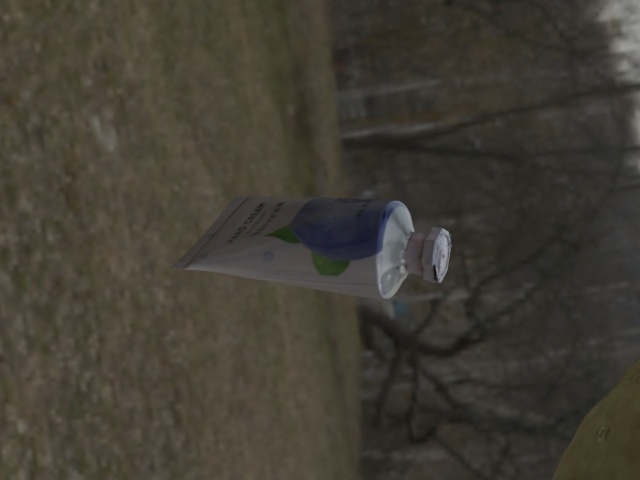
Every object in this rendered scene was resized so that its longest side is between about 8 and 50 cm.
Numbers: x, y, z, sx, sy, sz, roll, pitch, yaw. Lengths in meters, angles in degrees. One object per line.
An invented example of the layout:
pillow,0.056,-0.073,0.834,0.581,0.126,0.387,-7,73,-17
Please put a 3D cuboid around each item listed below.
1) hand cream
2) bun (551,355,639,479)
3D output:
hand cream,0.000,0.000,0.821,0.084,0.142,0.053,-51,144,-52
bun,0.323,0.177,0.927,0.227,0.352,0.349,10,-93,66
